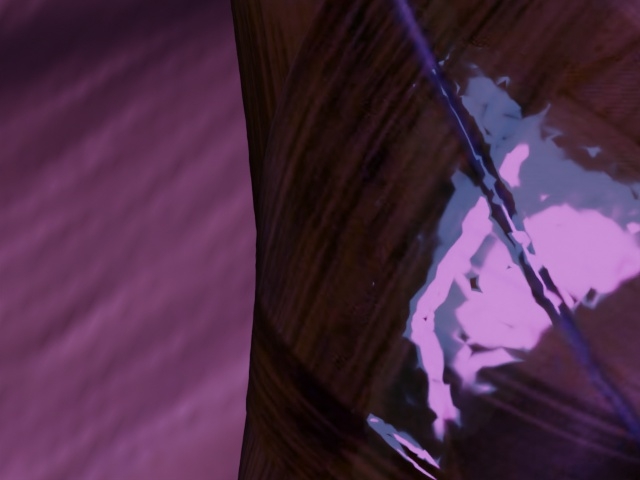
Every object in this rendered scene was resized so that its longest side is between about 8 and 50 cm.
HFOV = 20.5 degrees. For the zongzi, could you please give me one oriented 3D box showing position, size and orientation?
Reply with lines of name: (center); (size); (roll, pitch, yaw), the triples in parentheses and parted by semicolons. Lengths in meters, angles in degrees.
zongzi: (0.000, 0.000, 0.447); (0.242, 0.112, 0.221); (-41, 66, 2)
